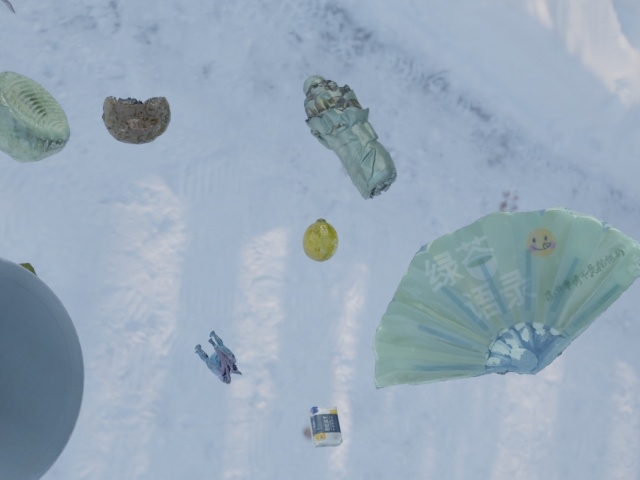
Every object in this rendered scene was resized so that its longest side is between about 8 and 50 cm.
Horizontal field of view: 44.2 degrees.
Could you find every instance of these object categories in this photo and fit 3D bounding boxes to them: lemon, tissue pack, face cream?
[{"bbox_3d":[0.000,0.000,1.335,0.062,0.062,0.083,-20,122,-37],"label":"lemon"},{"bbox_3d":[0.011,0.400,1.697,0.062,0.042,0.083,5,56,-23],"label":"tissue pack"},{"bbox_3d":[-0.333,0.121,0.655,0.201,0.187,0.201,21,63,-50],"label":"face cream"}]

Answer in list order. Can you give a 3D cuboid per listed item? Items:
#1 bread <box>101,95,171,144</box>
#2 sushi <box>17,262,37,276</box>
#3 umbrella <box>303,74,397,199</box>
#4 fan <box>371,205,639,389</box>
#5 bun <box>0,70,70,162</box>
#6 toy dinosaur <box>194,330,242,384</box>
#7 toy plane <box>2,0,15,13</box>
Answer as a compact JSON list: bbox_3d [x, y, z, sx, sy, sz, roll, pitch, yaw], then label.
[{"bbox_3d":[-0.309,-0.202,1.322,0.113,0.060,0.082,-1,96,-22],"label":"bread"},{"bbox_3d":[-0.537,0.121,1.186,0.139,0.291,0.131,62,29,4],"label":"sushi"},{"bbox_3d":[0.027,-0.109,0.791,0.062,0.144,0.067,-36,163,7],"label":"umbrella"},{"bbox_3d":[0.139,0.047,0.625,0.131,0.240,0.009,64,11,7],"label":"fan"},{"bbox_3d":[-0.580,-0.227,1.512,0.118,0.195,0.195,-36,124,15],"label":"bun"},{"bbox_3d":[-0.155,0.183,1.213,0.045,0.197,0.080,-39,79,-21],"label":"toy dinosaur"},{"bbox_3d":[-0.665,-0.549,1.400,0.104,0.223,0.326,-38,103,-12],"label":"toy plane"}]
